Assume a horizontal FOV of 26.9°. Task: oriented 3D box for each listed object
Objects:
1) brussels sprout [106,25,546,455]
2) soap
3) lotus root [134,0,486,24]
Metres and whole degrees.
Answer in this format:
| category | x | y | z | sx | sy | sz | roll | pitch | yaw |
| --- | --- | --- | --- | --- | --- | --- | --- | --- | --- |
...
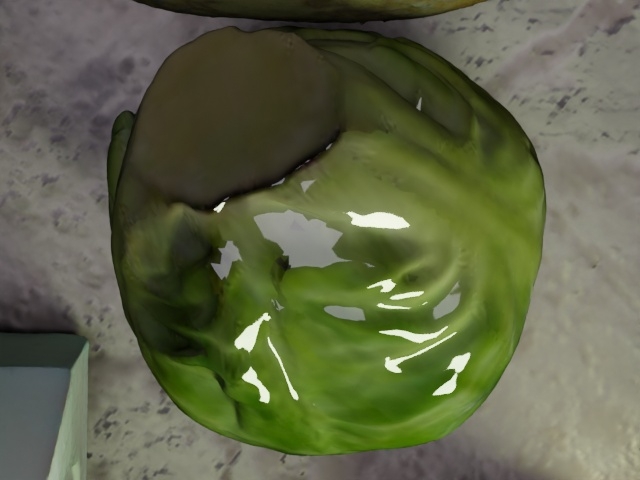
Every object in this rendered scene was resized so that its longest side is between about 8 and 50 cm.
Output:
| category | x | y | z | sx | sy | sz | roll | pitch | yaw |
| --- | --- | --- | --- | --- | --- | --- | --- | --- | --- |
| brussels sprout | 0.000 | 0.000 | 0.681 | 0.244 | 0.244 | 0.244 | 0 | 102 | 2 |
| soap | -0.189 | 0.209 | 0.752 | 0.095 | 0.173 | 0.289 | 4 | 102 | -1 |
| lotus root | 0.009 | -0.190 | 0.647 | 0.309 | 0.173 | 0.173 | 1 | 102 | -1 |
